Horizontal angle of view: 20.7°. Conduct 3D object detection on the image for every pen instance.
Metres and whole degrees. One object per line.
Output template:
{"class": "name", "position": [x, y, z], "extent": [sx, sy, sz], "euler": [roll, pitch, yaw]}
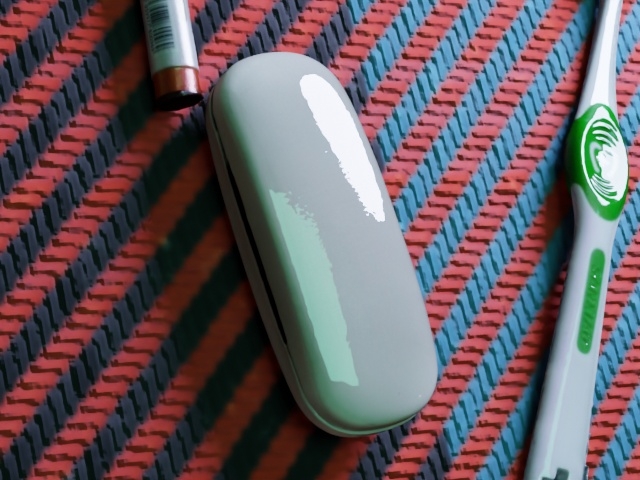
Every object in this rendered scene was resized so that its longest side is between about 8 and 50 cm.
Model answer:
{"class": "pen", "position": [-0.091, -0.182, 0.929], "extent": [0.028, 0.028, 0.239], "euler": [0, 70, -29]}

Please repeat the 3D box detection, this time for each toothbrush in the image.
{"class": "toothbrush", "position": [0.157, -0.033, 1.008], "extent": [0.042, 0.040, 0.418], "euler": [23, 65, -21]}

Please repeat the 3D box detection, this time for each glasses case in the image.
{"class": "glasses case", "position": [0.000, 0.000, 0.890], "extent": [0.081, 0.051, 0.204], "euler": [-9, 74, -33]}
